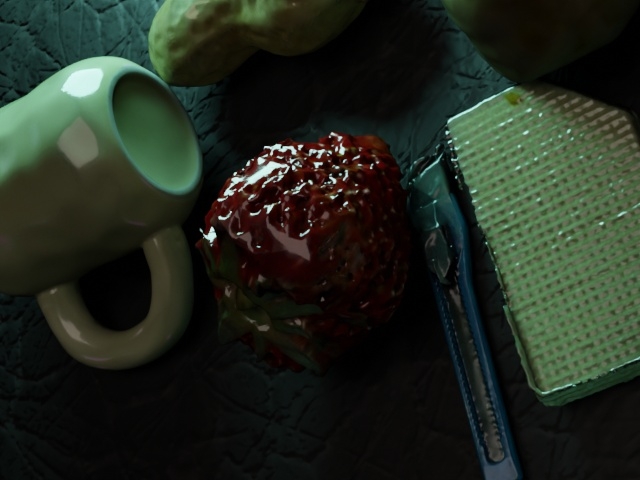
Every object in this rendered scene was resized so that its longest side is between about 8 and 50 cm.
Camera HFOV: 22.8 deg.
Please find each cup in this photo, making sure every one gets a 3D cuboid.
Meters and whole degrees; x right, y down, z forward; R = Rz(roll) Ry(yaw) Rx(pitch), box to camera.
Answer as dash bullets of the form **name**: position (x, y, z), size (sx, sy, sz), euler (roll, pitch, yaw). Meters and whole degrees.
- **cup**: position (-0.216, -0.021, 1.414), size (0.202, 0.173, 0.255), euler (-24, 63, 29)

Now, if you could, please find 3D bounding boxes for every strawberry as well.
- **strawberry**: position (0.000, 0.000, 1.270), size (0.184, 0.187, 0.201), euler (2, 44, 47)

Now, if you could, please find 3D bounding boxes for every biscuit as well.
- **biscuit**: position (0.195, -0.012, 1.202), size (0.150, 0.052, 0.252), euler (-27, 64, 22)

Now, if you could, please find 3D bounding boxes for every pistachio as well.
- **pistachio**: position (0.157, -0.248, 1.241), size (0.197, 0.166, 0.288), euler (109, 157, -47)

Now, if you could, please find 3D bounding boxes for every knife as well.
- **knife**: position (0.113, 0.057, 1.255), size (0.044, 0.026, 0.297), euler (-21, 65, 16)

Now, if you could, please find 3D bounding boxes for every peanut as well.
- **peanut**: position (-0.052, -0.212, 1.401), size (0.263, 0.101, 0.117), euler (-16, 48, 31)
